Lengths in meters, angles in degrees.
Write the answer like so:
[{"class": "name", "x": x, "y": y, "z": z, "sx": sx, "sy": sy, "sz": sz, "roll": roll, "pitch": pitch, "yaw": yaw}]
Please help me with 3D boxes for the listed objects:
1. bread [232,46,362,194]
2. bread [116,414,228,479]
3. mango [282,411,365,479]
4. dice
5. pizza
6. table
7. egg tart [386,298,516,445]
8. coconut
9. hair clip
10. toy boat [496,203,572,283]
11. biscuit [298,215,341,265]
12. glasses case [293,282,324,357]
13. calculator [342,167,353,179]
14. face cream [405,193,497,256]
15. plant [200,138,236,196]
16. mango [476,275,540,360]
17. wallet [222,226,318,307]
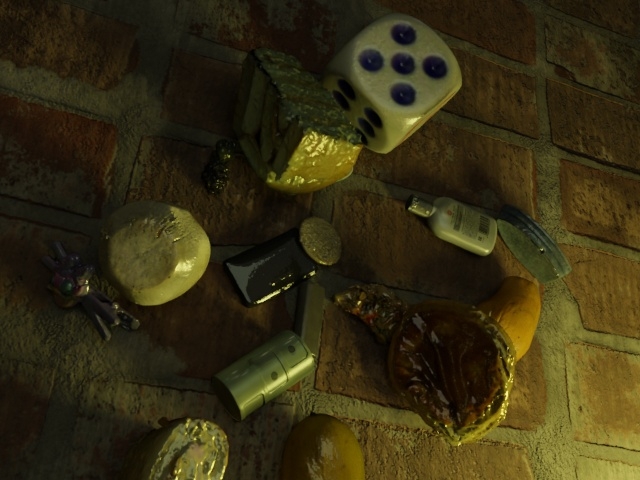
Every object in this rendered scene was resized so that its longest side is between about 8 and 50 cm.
[{"class": "bread", "x": -0.100, "y": -0.305, "z": 1.787, "sx": 0.239, "sy": 0.264, "sz": 0.395, "roll": -4, "pitch": 49, "yaw": -43}, {"class": "bread", "x": -0.307, "y": 0.471, "z": 1.300, "sx": 0.165, "sy": 0.375, "sz": 0.236, "roll": 22, "pitch": 65, "yaw": -14}, {"class": "mango", "x": 0.010, "y": 0.566, "z": 1.522, "sx": 0.195, "sy": 0.142, "sz": 0.331, "roll": 0, "pitch": 70, "yaw": -17}, {"class": "dice", "x": 0.201, "y": -0.460, "z": 1.937, "sx": 0.304, "sy": 0.277, "sz": 0.304, "roll": -42, "pitch": 89, "yaw": -17}, {"class": "pizza", "x": 0.153, "y": 0.178, "z": 1.790, "sx": 0.226, "sy": 0.069, "sz": 0.147, "roll": 41, "pitch": 61, "yaw": -1}, {"class": "table", "x": -0.137, "y": 0.319, "z": 1.578, "sx": 0.220, "sy": 0.126, "sz": 0.126, "roll": -30, "pitch": 81, "yaw": -28}, {"class": "egg tart", "x": 0.349, "y": 0.315, "z": 1.704, "sx": 0.351, "sy": 0.339, "sz": 0.153, "roll": 35, "pitch": 15, "yaw": 21}, {"class": "coconut", "x": -0.385, "y": 0.021, "z": 1.543, "sx": 0.245, "sy": 0.247, "sz": 0.245, "roll": 0, "pitch": 93, "yaw": 0}, {"class": "hair clip", "x": -0.536, "y": 0.117, "z": 1.515, "sx": 0.278, "sy": 0.137, "sz": 0.090, "roll": 42, "pitch": 24, "yaw": -1}, {"class": "toy boat", "x": 0.646, "y": 0.009, "z": 2.028, "sx": 0.078, "sy": 0.127, "sz": 0.283, "roll": -40, "pitch": 88, "yaw": -24}, {"class": "biscuit", "x": 0.000, "y": 0.000, "z": 1.811, "sx": 0.152, "sy": 0.020, "sz": 0.152, "roll": 24, "pitch": 50, "yaw": -32}, {"class": "glasses case", "x": -0.031, "y": 0.206, "z": 1.721, "sx": 0.072, "sy": 0.042, "sz": 0.190, "roll": 19, "pitch": 62, "yaw": -23}, {"class": "calculator", "x": 0.029, "y": -0.214, "z": 1.936, "sx": 0.153, "sy": 0.021, "sz": 0.095, "roll": -20, "pitch": 76, "yaw": -28}, {"class": "face cream", "x": 0.393, "y": -0.059, "z": 1.986, "sx": 0.291, "sy": 0.071, "sz": 0.144, "roll": 21, "pitch": 61, "yaw": -13}, {"class": "plant", "x": -0.274, "y": -0.201, "z": 1.781, "sx": 0.085, "sy": 0.087, "sz": 0.174, "roll": 35, "pitch": 60, "yaw": -40}, {"class": "mango", "x": 0.520, "y": 0.241, "z": 1.868, "sx": 0.359, "sy": 0.144, "sz": 0.187, "roll": -36, "pitch": 87, "yaw": -33}, {"class": "wallet", "x": -0.123, "y": 0.070, "z": 1.741, "sx": 0.250, "sy": 0.044, "sz": 0.149, "roll": -25, "pitch": 82, "yaw": -29}]
